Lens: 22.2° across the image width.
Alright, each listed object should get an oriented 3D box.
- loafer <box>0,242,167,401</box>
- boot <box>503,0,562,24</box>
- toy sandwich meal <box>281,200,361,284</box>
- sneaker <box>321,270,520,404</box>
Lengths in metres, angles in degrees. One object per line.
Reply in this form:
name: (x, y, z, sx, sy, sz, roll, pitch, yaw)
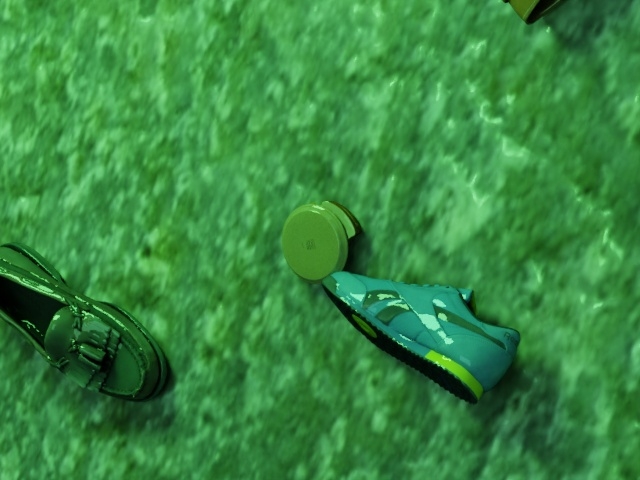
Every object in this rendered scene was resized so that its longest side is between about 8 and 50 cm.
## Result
loafer: (-0.279, 0.090, 1.707, 0.267, 0.084, 0.096, 33, 108, 29)
boot: (0.196, -0.295, 1.389, 0.197, 0.073, 0.152, -50, 63, 38)
toy sandwich meal: (0.000, 0.000, 1.552, 0.086, 0.029, 0.085, 7, 102, 35)
sneaker: (0.092, 0.069, 1.477, 0.209, 0.069, 0.082, 30, 74, 39)
